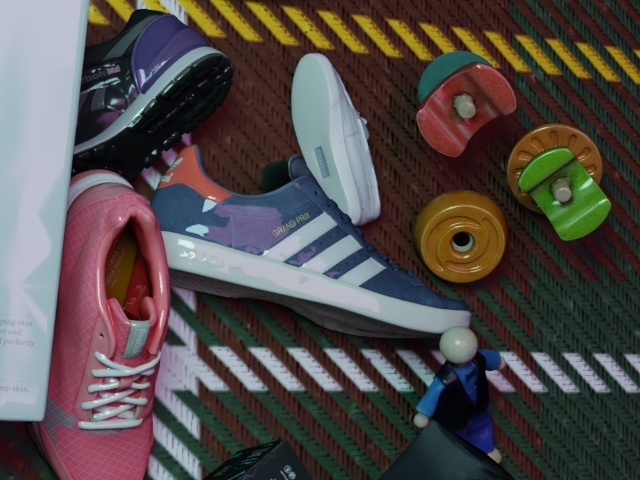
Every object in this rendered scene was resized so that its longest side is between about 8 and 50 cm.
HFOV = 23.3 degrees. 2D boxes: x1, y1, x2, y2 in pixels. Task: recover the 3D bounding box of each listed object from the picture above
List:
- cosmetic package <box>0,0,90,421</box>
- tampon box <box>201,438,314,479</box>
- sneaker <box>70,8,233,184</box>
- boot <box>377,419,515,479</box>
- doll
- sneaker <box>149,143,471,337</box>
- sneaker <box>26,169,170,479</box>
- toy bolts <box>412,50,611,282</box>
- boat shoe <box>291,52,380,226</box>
[{"bbox_3d":[-0.324,-0.052,1.273,0.217,0.156,0.385,8,86,-25],"label":"cosmetic package"},{"bbox_3d":[-0.084,0.275,1.425,0.161,0.120,0.101,-37,95,-28],"label":"tampon box"},{"bbox_3d":[-0.226,-0.110,1.474,0.283,0.107,0.124,-39,62,-16],"label":"sneaker"},{"bbox_3d":[0.082,0.426,1.305,0.445,0.146,0.367,-44,67,-6],"label":"boot"},{"bbox_3d":[0.144,0.158,1.551,0.129,0.046,0.189,-36,134,-28],"label":"doll"},{"bbox_3d":[0.000,0.000,1.524,0.350,0.131,0.148,17,76,-22],"label":"sneaker"},{"bbox_3d":[-0.192,0.097,1.378,0.116,0.136,0.314,-3,98,-27],"label":"sneaker"},{"bbox_3d":[0.168,-0.092,1.657,0.218,0.158,0.228,-33,108,11],"label":"toy bolts"},{"bbox_3d":[0.022,-0.104,1.601,0.063,0.066,0.184,-11,81,-42],"label":"boat shoe"}]
